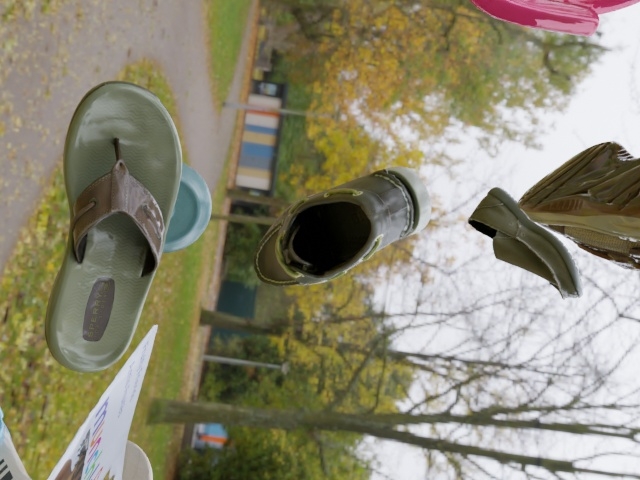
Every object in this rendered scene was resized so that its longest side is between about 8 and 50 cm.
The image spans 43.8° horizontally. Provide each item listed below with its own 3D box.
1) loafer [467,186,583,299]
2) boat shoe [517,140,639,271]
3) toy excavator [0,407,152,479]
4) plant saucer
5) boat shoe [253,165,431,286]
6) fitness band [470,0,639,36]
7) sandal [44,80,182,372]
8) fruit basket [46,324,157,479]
[{"bbox_3d":[0.327,0.017,1.287,0.251,0.087,0.094,54,-1,44],"label":"loafer"},{"bbox_3d":[0.305,-0.018,0.796,0.123,0.123,0.342,-37,-171,-3],"label":"boat shoe"},{"bbox_3d":[-0.539,0.338,1.231,0.445,0.433,0.222,52,-28,19],"label":"toy excavator"},{"bbox_3d":[-0.192,-0.040,0.973,0.021,0.119,0.119,-132,-130,-70],"label":"plant saucer"},{"bbox_3d":[-0.002,-0.004,0.957,0.305,0.091,0.109,-26,-92,50],"label":"boat shoe"},{"bbox_3d":[0.266,-0.307,0.796,0.209,0.291,0.054,123,-39,-47],"label":"fitness band"},{"bbox_3d":[-0.202,-0.006,0.801,0.086,0.120,0.302,24,-74,63],"label":"sandal"},{"bbox_3d":[-0.181,0.267,0.438,0.353,0.165,0.327,-56,172,-49],"label":"fruit basket"}]
